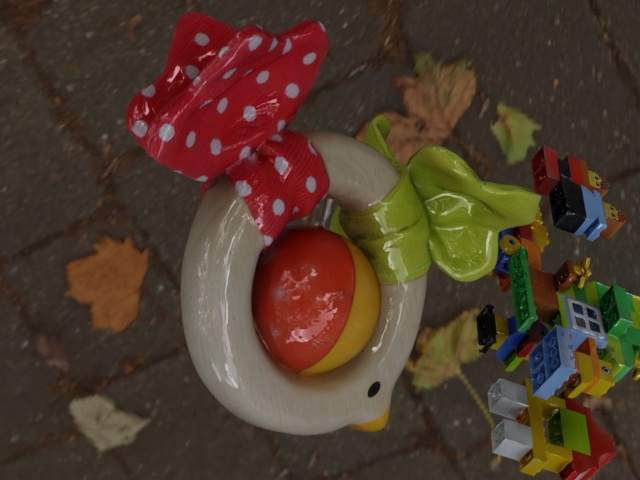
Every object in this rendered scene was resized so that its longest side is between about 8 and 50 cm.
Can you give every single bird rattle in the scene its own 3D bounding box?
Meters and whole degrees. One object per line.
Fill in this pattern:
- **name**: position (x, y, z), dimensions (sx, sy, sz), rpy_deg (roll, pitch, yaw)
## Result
- **bird rattle**: position (0.000, 0.000, 0.716), dimensions (0.143, 0.253, 0.207), rpy_deg (5, 80, 37)

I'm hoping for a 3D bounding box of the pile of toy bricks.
- **pile of toy bricks**: position (0.170, 0.045, 0.852), dimensions (0.105, 0.212, 0.118), rpy_deg (19, 133, -17)
